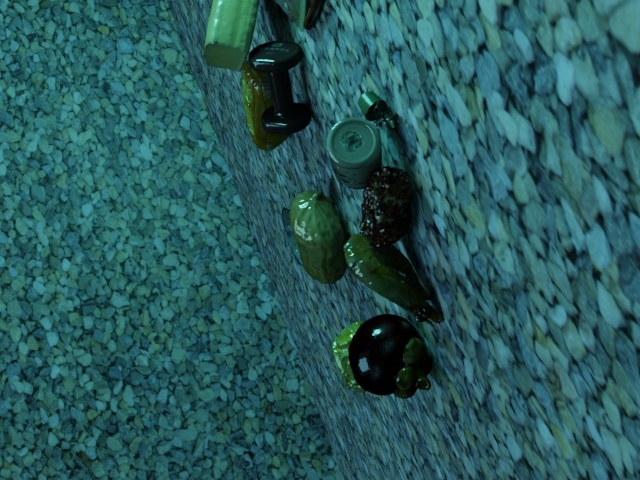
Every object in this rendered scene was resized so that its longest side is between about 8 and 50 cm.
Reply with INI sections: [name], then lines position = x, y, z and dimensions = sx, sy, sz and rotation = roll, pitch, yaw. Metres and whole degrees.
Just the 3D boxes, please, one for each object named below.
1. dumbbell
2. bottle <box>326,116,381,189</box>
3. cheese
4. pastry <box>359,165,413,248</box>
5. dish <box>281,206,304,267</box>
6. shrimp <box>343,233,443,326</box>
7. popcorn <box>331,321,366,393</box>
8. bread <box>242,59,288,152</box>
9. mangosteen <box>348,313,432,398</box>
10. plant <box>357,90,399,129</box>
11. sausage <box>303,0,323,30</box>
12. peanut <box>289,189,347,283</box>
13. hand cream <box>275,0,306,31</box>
[dumbbell]
position = -0.104, -0.398, 1.968
dimensions = 0.124, 0.140, 0.225
rotation = -60, -29, -45
[bottle]
position = 0.074, -0.170, 1.568
dimensions = 0.233, 0.110, 0.110
rotation = 67, -179, -79
[cheese]
position = -0.226, -0.603, 1.975
dimensions = 0.242, 0.124, 0.265
rotation = -179, 99, -75
[pastry]
position = 0.136, -0.061, 1.556
dimensions = 0.097, 0.115, 0.208
rotation = 49, 156, 28
[dish]
position = -0.040, -0.012, 2.383
dimensions = 0.236, 0.086, 0.228
rotation = 108, 140, -68
[shrimp]
position = 0.164, 0.083, 1.624
dimensions = 0.267, 0.145, 0.061
rotation = 41, 132, 13
[popcorn]
position = 0.121, 0.306, 2.013
dimensions = 0.187, 0.167, 0.185
rotation = 80, 165, -46
[bread]
position = -0.162, -0.408, 2.247
dimensions = 0.152, 0.119, 0.288
rotation = 58, 163, 30
[mangosteen]
position = 0.175, 0.278, 1.766
dimensions = 0.230, 0.194, 0.194
rotation = 20, 135, 35
[plant]
position = 0.115, -0.249, 1.485
dimensions = 0.102, 0.051, 0.051
rotation = 55, 160, 34
[sausage]
position = -0.015, -0.515, 1.686
dimensions = 0.198, 0.025, 0.028
rotation = 142, 136, -76
[peanut]
position = 0.001, 0.002, 2.107
dimensions = 0.159, 0.143, 0.291
rotation = -111, 6, -56
[hand cream]
position = -0.111, -0.650, 1.789
dimensions = 0.306, 0.093, 0.147
rotation = 58, 165, 14
